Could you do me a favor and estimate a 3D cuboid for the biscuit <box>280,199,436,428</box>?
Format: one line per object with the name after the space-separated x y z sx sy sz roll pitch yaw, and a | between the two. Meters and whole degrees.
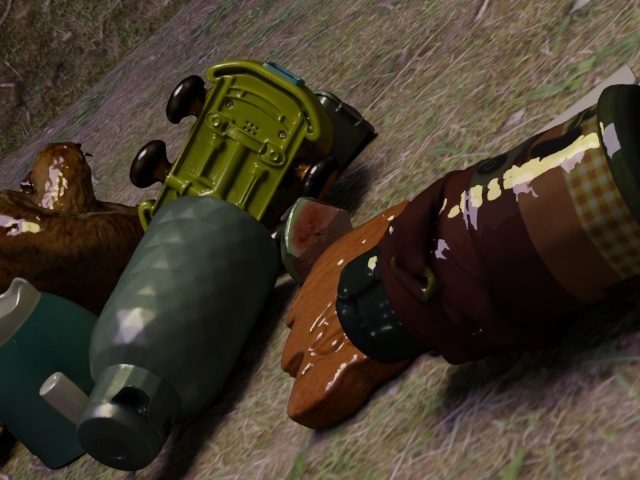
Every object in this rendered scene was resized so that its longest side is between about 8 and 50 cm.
0.050 0.036 1.211 0.284 0.043 0.306 -47 19 -8 | biscuit

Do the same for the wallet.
0.222 -0.097 1.171 0.122 0.025 0.061 -38 26 18 | wallet

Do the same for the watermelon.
-0.005 0.004 1.397 0.084 0.072 0.092 -59 -18 -9 | watermelon

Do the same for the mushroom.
-0.327 -0.006 1.785 0.283 0.263 0.195 -102 19 -54 | mushroom

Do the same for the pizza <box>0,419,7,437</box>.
-0.446 0.237 1.745 0.323 0.089 0.223 -42 13 13 | pizza

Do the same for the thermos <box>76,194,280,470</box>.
-0.153 0.104 1.355 0.182 0.145 0.286 115 180 -48 | thermos

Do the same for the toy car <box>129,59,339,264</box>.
-0.084 -0.078 1.518 0.248 0.200 0.142 -57 -8 15 | toy car

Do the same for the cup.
-0.307 0.136 1.540 0.167 0.173 0.300 -46 18 -7 | cup

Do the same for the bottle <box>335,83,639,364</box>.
0.127 0.008 0.945 0.271 0.156 0.143 -28 42 31 | bottle

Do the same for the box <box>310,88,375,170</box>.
-0.002 -0.125 1.611 0.069 0.084 0.122 -56 19 -10 | box
